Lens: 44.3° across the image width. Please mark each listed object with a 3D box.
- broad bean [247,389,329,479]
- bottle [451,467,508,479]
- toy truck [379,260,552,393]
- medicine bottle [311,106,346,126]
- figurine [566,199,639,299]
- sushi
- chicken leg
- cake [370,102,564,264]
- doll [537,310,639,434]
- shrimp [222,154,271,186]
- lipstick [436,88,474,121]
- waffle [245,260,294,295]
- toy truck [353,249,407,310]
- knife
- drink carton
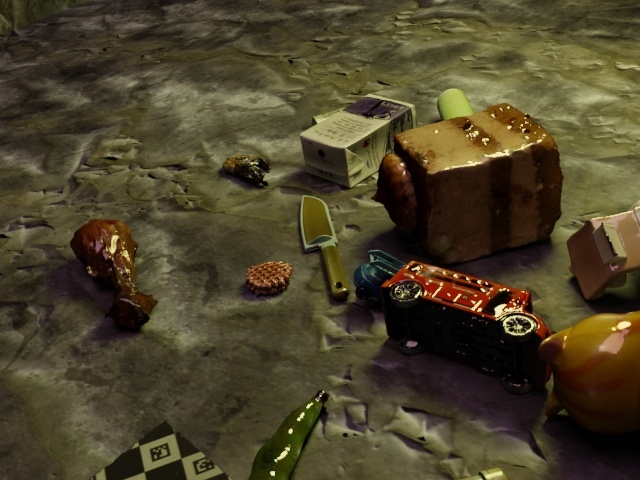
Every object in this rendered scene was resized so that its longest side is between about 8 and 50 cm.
[{"bbox_3d":[-0.056,0.281,0.964,0.060,0.043,0.297,3,29,17],"label":"broad bean"},{"bbox_3d":[0.080,0.305,0.866,0.270,0.083,0.083,-15,33,-11],"label":"bottle"},{"bbox_3d":[0.212,0.112,1.101,0.253,0.107,0.114,15,41,34],"label":"toy truck"},{"bbox_3d":[0.026,-0.271,1.791,0.083,0.047,0.047,-19,34,-13],"label":"medicine bottle"},{"bbox_3d":[0.503,0.011,1.179,0.237,0.141,0.162,-12,61,-8],"label":"figurine"},{"bbox_3d":[-0.212,0.338,0.922,0.290,0.050,0.264,23,45,41],"label":"sushi"},{"bbox_3d":[-0.355,0.049,1.377,0.113,0.093,0.304,-13,36,-26],"label":"chicken leg"},{"bbox_3d":[0.235,-0.093,1.327,0.293,0.196,0.198,-14,35,-8],"label":"cake"},{"bbox_3d":[0.409,0.169,0.922,0.270,0.166,0.162,12,37,34],"label":"doll"},{"bbox_3d":[-0.144,-0.158,1.676,0.091,0.034,0.161,-27,36,-26],"label":"shrimp"},{"bbox_3d":[0.298,-0.226,1.628,0.076,0.076,0.304,-7,32,4],"label":"lipstick"},{"bbox_3d":[-0.086,0.062,1.331,0.083,0.029,0.075,-5,34,3],"label":"waffle"},{"bbox_3d":[0.119,0.072,1.239,0.136,0.074,0.063,27,30,-19],"label":"toy truck"},{"bbox_3d":[-0.001,0.000,1.404,0.061,0.027,0.343,-14,33,1],"label":"knife"},{"bbox_3d":[0.082,-0.211,1.639,0.222,0.101,0.134,-34,42,-32],"label":"drink carton"}]
